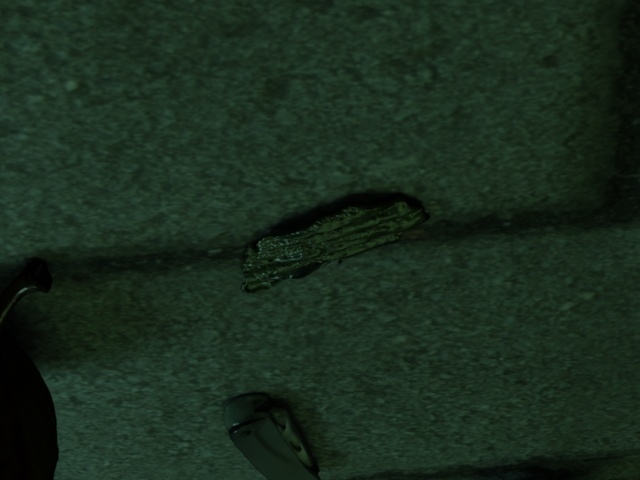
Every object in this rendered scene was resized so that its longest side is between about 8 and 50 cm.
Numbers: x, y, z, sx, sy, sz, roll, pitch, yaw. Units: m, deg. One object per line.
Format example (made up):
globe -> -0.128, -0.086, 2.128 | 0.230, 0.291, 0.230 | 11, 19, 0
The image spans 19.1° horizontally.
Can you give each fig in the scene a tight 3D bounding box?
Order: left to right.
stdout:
fig -> -0.340, 0.139, 1.892 | 0.217, 0.217, 0.321 | 11, 121, -27

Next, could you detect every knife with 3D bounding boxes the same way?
knife -> -0.051, 0.246, 2.241 | 0.073, 0.041, 0.265 | -18, 151, 5

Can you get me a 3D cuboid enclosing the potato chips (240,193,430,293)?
potato chips -> 0.000, -0.001, 1.792 | 0.207, 0.028, 0.092 | -18, 149, 21
